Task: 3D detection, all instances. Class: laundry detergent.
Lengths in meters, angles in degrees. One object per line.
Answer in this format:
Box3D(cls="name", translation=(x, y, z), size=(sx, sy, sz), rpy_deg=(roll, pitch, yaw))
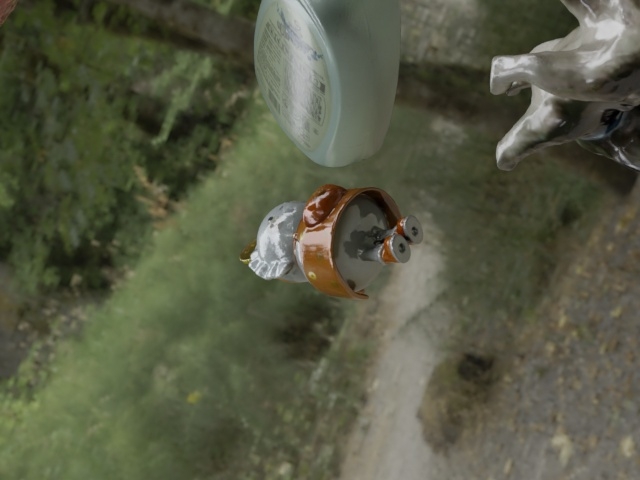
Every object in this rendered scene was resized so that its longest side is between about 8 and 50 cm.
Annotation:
Box3D(cls="laundry detergent", translation=(-0.001, -0.227, 1.213), size=(0.215, 0.105, 0.281), rpy_deg=(57, 160, 34))

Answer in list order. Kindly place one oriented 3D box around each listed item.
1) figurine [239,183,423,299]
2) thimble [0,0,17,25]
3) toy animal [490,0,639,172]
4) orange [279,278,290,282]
Box3D(cls="figurine", translation=(0.006, 0.007, 1.480), size=(0.271, 0.143, 0.143), rpy_deg=(-22, 43, 51))
Box3D(cls="thimble", translation=(-0.421, -0.374, 1.235), size=(0.230, 0.350, 0.350), rpy_deg=(-43, 16, 22))
Box3D(cls="toy animal", translation=(0.374, -0.197, 1.575), size=(0.344, 0.302, 0.194), rpy_deg=(62, -142, -68))
Box3D(cls="orange", translation=(-0.035, 0.012, 2.094), size=(0.135, 0.117, 0.136), rpy_deg=(-33, -32, -24))
